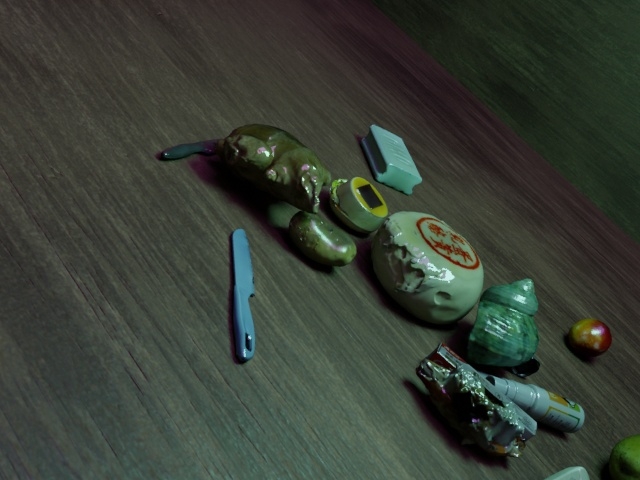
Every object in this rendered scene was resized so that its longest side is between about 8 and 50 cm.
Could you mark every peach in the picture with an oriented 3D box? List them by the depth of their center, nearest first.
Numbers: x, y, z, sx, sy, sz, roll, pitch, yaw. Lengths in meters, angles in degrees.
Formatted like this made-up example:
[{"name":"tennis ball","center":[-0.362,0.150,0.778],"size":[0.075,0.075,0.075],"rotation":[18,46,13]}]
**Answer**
[{"name":"peach","center":[0.651,0.237,1.559],"size":[0.101,0.100,0.100],"rotation":[27,31,-18]}]

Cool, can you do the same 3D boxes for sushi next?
[{"name":"sushi","center":[0.251,0.277,1.054],"size":[0.226,0.103,0.097],"rotation":[37,46,4]}]

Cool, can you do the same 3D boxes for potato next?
[{"name":"potato","center":[0.000,0.000,1.200],"size":[0.138,0.070,0.091],"rotation":[38,27,-2]},{"name":"potato","center":[0.654,0.448,1.210],"size":[0.248,0.143,0.169],"rotation":[20,-5,-20]}]

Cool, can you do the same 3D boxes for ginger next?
[{"name":"ginger","center":[-0.077,-0.142,1.219],"size":[0.219,0.123,0.270],"rotation":[11,16,-36]}]

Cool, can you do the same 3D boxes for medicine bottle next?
[{"name":"medicine bottle","center":[0.395,0.300,1.225],"size":[0.221,0.061,0.092],"rotation":[25,7,-22]}]

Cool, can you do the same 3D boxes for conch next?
[{"name":"conch","center":[0.359,0.163,1.258],"size":[0.176,0.122,0.188],"rotation":[39,52,-31]}]

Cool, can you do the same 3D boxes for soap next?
[{"name":"soap","center":[0.186,-0.219,1.723],"size":[0.119,0.066,0.198],"rotation":[22,32,-29]}]

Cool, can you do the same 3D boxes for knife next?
[{"name":"knife","center":[-0.121,0.073,1.020],"size":[0.045,0.019,0.313],"rotation":[30,28,-29]},{"name":"knife","center":[-0.231,-0.182,1.263],"size":[0.035,0.018,0.247],"rotation":[40,28,11]}]

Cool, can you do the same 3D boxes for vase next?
[{"name":"vase","center":[0.415,0.209,1.368],"size":[0.059,0.059,0.167],"rotation":[27,31,-18]}]

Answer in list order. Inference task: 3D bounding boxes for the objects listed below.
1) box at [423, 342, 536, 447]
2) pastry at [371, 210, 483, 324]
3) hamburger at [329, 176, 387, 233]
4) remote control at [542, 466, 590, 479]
[{"name":"box","center":[0.277,0.274,1.130],"size":[0.218,0.055,0.039],"rotation":[41,27,5]},{"name":"pastry","center":[0.216,0.050,1.310],"size":[0.265,0.133,0.264],"rotation":[23,33,-16]},{"name":"hamburger","center":[0.077,-0.078,1.388],"size":[0.141,0.081,0.126],"rotation":[47,30,-8]},{"name":"remote control","center":[0.367,0.422,1.012],"size":[0.230,0.049,0.090],"rotation":[1,75,-48]}]
